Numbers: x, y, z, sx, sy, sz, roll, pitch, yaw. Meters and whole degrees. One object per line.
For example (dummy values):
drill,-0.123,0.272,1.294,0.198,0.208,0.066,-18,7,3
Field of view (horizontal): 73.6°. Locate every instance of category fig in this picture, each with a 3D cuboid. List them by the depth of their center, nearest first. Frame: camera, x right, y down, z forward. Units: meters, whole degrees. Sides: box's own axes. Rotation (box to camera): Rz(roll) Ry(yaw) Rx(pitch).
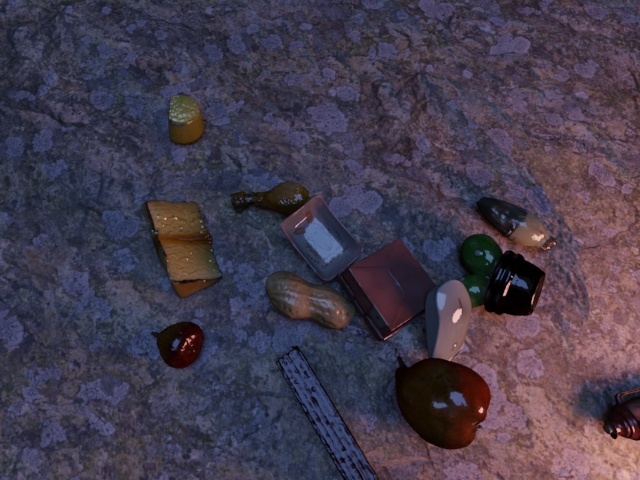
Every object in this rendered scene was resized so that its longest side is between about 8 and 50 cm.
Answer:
fig,-0.376,0.276,1.121,0.119,0.152,0.119,19,62,-40

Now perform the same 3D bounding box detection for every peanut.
peanut,-0.034,0.167,1.151,0.256,0.123,0.124,22,71,5

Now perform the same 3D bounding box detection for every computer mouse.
computer mouse,0.337,0.214,1.115,0.127,0.079,0.231,-15,105,-28

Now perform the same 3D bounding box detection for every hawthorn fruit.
hawthorn fruit,0.283,0.379,1.057,0.248,0.208,0.208,32,71,26

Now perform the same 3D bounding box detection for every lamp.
lamp,0.575,-0.052,1.264,0.250,0.101,0.101,38,73,14

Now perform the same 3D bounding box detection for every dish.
dish,0.000,0.000,1.221,0.151,0.077,0.212,-39,87,-14

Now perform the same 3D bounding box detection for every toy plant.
toy plant,0.480,0.100,1.177,0.235,0.175,0.218,20,75,32

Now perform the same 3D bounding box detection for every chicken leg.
chicken leg,-0.147,-0.120,1.269,0.251,0.087,0.108,-1,59,4

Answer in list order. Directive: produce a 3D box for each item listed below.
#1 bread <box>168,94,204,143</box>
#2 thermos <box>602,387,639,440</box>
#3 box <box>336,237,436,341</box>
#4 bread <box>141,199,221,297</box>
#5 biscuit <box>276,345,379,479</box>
bread,-0.423,-0.377,1.335,0.111,0.114,0.129,-4,73,-11
thermos,0.827,0.442,1.094,0.231,0.099,0.124,-14,75,-8
box,0.191,0.126,1.164,0.215,0.086,0.215,-26,73,-27
bread,-0.404,0.019,1.199,0.141,0.178,0.266,-34,69,19
biscuit,0.014,0.441,1.057,0.073,0.107,0.388,-31,74,-9
